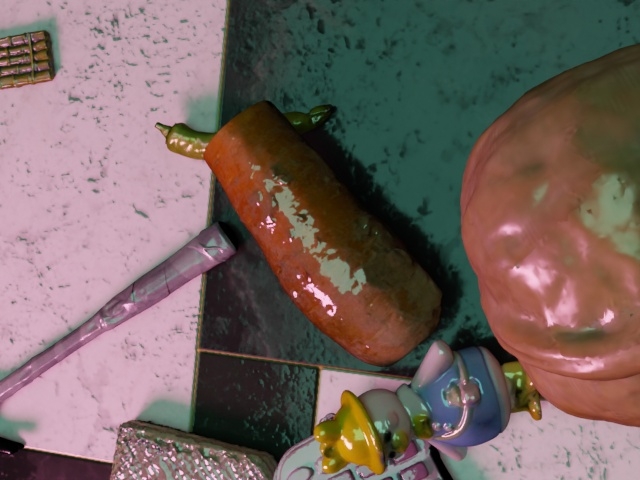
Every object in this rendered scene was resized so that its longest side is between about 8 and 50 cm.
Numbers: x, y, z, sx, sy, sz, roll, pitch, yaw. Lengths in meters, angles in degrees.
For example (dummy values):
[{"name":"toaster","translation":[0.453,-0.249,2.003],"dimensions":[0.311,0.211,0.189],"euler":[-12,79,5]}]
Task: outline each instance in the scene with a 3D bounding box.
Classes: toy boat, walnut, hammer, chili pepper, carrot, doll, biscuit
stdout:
[{"name":"toy boat","translation":[-0.376,-0.215,1.371],"dimensions":[0.115,0.016,0.063],"euler":[-8,90,15]},{"name":"walnut","translation":[0.316,-0.004,1.028],"dimensions":[0.381,0.381,0.381],"euler":[0,91,16]},{"name":"hammer","translation":[-0.278,0.099,1.339],"dimensions":[0.427,0.044,0.152],"euler":[-36,83,13]},{"name":"chili pepper","translation":[-0.087,-0.116,1.283],"dimensions":[0.208,0.043,0.049],"euler":[-4,53,12]},{"name":"carrot","translation":[0.000,0.000,1.200],"dimensions":[0.139,0.139,0.302],"euler":[-44,84,12]},{"name":"doll","translation":[0.109,0.177,1.177],"dimensions":[0.241,0.135,0.098],"euler":[-19,64,-9]},{"name":"biscuit","translation":[-0.129,0.302,1.298],"dimensions":[0.250,0.046,0.147],"euler":[12,94,15]}]

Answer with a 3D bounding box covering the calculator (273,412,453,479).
[{"name":"calculator","translation":[0.070,0.322,1.229],"dimensions":[0.194,0.043,0.294],"euler":[-25,82,1]}]
